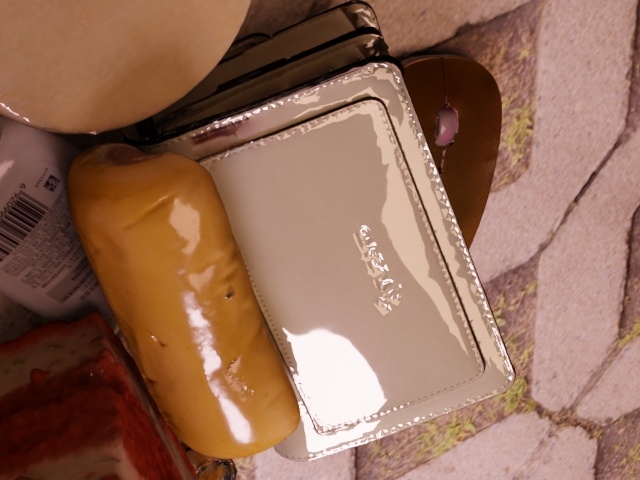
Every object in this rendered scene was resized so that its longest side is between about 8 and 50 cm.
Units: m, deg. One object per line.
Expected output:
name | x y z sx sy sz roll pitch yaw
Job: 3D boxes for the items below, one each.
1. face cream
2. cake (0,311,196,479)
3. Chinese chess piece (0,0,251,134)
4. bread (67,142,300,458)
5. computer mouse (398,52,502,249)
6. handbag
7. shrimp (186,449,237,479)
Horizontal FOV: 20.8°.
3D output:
face cream | -0.206 0.003 1.487 0.144 0.071 0.291 -50 136 6
cake | -0.245 0.260 1.452 0.269 0.319 0.270 -18 130 5
Chinese chess piece | -0.175 -0.210 1.325 0.273 0.102 0.273 -18 131 -22
bread | -0.114 0.058 1.428 0.091 0.142 0.305 -43 129 -31
computer mouse | 0.082 -0.032 1.673 0.158 0.072 0.310 -5 124 -35
handbag | 0.000 0.000 1.519 0.236 0.160 0.358 -23 120 0
shrimp | -0.181 0.312 1.750 0.262 0.066 0.117 -45 137 5
